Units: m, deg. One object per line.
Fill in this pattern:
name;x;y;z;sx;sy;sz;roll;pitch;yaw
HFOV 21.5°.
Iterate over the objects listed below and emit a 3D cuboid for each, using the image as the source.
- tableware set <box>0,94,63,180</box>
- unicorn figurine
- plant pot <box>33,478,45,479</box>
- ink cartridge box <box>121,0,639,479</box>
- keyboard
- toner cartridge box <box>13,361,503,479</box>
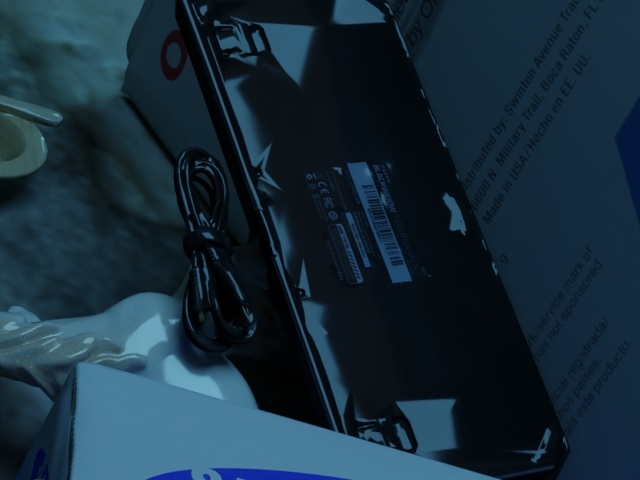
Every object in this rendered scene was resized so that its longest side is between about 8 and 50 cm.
tableware set;-0.166;-0.032;0.571;0.141;0.020;0.168;22;29;-12
unicorn figurine;-0.041;0.048;0.505;0.162;0.060;0.111;44;39;20
plant pot;-0.061;0.111;0.220;0.095;0.134;0.134;-18;46;-15
ink cartridge box;0.079;-0.055;0.608;0.129;0.223;0.307;0;39;-40
keyboard;0.000;0.000;0.518;0.108;0.023;0.180;-6;63;-31
toner cartridge box;0.087;0.155;0.417;0.348;0.075;0.165;18;35;-18
